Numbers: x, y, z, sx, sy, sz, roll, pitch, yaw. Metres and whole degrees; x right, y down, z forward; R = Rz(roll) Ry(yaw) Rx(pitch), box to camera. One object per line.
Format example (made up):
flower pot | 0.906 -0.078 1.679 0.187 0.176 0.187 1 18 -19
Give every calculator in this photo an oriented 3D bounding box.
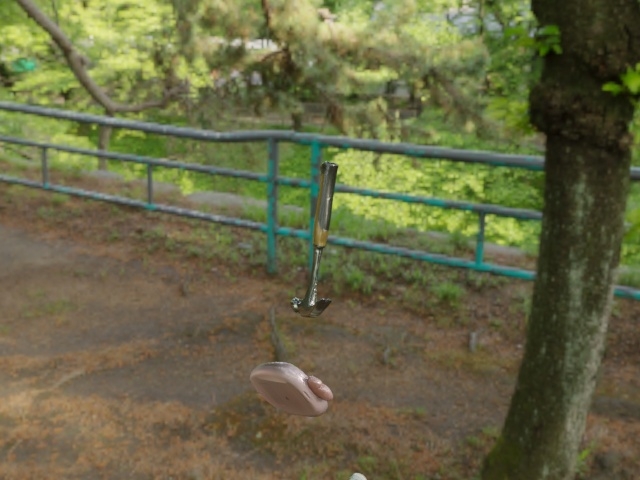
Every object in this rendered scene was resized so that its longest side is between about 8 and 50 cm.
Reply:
calculator | -0.044 0.216 1.163 0.166 0.103 0.024 -14 29 53

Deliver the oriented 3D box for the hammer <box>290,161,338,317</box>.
hammer | 0.000 0.000 1.024 0.021 0.201 0.078 8 1 -28

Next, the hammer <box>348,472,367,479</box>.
hammer | 0.060 0.412 1.318 0.031 0.053 0.083 31 -9 -4
